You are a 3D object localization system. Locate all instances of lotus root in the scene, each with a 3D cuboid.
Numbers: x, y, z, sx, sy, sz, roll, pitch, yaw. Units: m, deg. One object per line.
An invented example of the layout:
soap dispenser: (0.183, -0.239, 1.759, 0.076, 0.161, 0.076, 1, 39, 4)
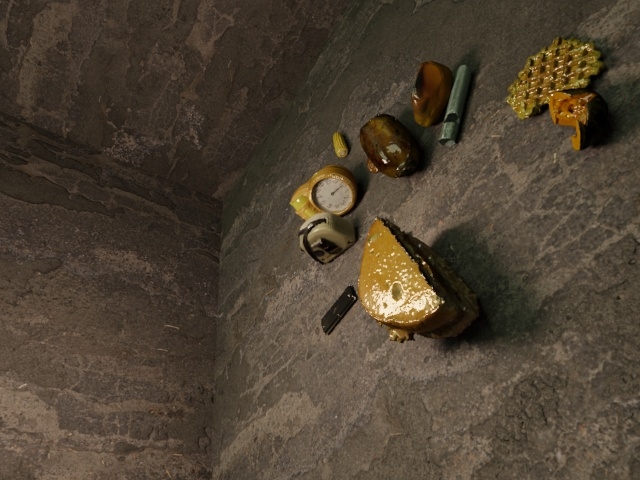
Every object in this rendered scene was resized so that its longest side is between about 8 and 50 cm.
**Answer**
lotus root: (0.281, -0.388, 1.776, 0.196, 0.179, 0.397, -50, 40, 26)

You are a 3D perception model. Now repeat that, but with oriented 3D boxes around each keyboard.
keyboard: (0.074, 0.295, 1.828, 0.230, 0.025, 0.093, -54, 29, 24)

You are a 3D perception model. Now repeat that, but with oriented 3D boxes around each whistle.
whistle: (0.504, -0.502, 1.607, 0.062, 0.062, 0.312, -2, 68, 60)

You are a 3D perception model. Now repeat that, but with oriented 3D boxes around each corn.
corn: (0.103, -0.511, 2.302, 0.072, 0.072, 0.203, -50, 31, 29)

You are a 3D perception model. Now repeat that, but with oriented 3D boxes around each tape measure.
tape measure: (0.000, 0.000, 1.947, 0.271, 0.231, 0.133, -38, 42, 42)

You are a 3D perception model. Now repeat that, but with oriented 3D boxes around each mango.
mango: (0.433, -0.560, 1.683, 0.136, 0.166, 0.236, 20, 94, 21)

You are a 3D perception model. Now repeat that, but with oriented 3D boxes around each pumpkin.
pumpkin: (0.681, -0.325, 1.123, 0.108, 0.119, 0.183, -15, 54, 11)

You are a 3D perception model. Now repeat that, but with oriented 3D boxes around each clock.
clock: (0.032, -0.218, 2.047, 0.317, 0.244, 0.200, -41, 23, 35)

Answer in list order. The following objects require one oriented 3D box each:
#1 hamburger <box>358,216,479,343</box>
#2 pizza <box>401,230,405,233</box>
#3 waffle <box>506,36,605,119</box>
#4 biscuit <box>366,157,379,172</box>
hamburger: (0.267, 0.154, 1.335, 0.287, 0.268, 0.445, -54, 35, 21)
pizza: (0.245, 0.111, 1.614, 0.189, 0.071, 0.297, -21, 53, 53)
waffle: (0.684, -0.475, 1.287, 0.291, 0.051, 0.291, -37, 41, 42)
biscuit: (0.272, -0.393, 1.967, 0.188, 0.027, 0.188, -38, 41, 42)
